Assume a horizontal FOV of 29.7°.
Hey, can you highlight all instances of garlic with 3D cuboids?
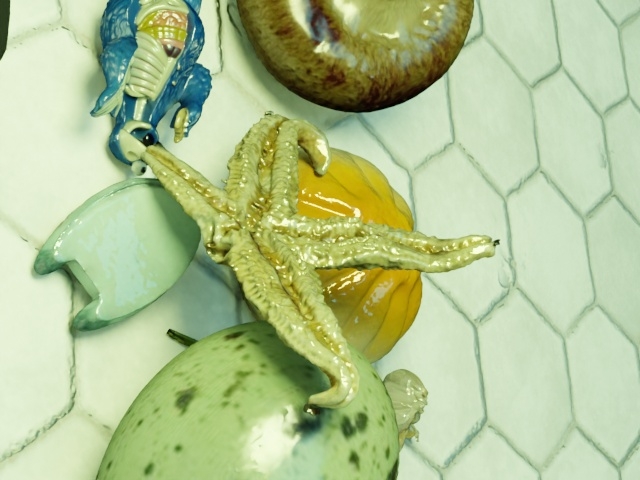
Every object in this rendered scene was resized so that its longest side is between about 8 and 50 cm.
[{"bbox_3d":[0.103,0.228,1.609,0.074,0.094,0.113,-1,81,-7],"label":"garlic"}]

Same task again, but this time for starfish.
[{"bbox_3d":[0.000,0.000,1.303,0.324,0.432,0.082,-13,130,-37],"label":"starfish"}]

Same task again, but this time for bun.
[{"bbox_3d":[0.038,0.016,1.543,0.299,0.165,0.298,17,66,-43],"label":"bun"}]

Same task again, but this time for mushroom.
[{"bbox_3d":[0.085,-0.346,1.572,0.331,0.356,0.334,-5,83,-50],"label":"mushroom"}]

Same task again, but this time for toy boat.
[{"bbox_3d":[-0.221,0.010,1.338,0.208,0.079,0.134,-43,102,-35],"label":"toy boat"}]

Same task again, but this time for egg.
[{"bbox_3d":[-0.076,0.248,1.235,0.287,0.288,0.379,56,43,-19],"label":"egg"}]

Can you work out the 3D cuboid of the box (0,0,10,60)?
[{"bbox_3d":[-0.395,-0.263,1.184,0.212,0.042,0.201,-12,116,-47],"label":"box"}]

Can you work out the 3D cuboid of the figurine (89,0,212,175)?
[{"bbox_3d":[-0.201,-0.206,1.401,0.164,0.121,0.262,39,63,-49],"label":"figurine"}]

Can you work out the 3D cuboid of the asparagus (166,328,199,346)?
[{"bbox_3d":[-0.121,0.136,1.437,0.166,0.013,0.016,30,14,-40],"label":"asparagus"}]
